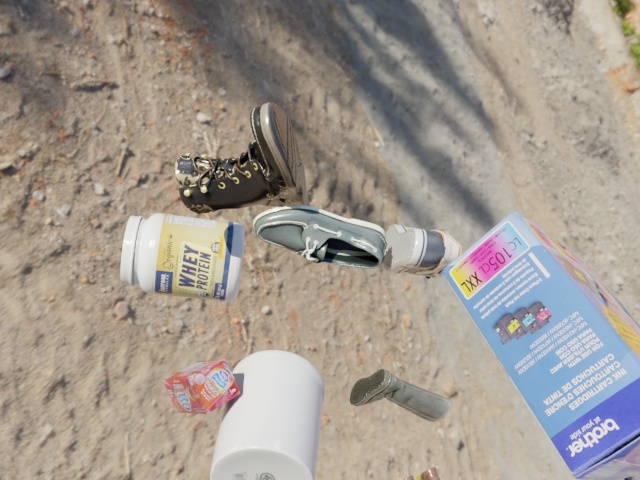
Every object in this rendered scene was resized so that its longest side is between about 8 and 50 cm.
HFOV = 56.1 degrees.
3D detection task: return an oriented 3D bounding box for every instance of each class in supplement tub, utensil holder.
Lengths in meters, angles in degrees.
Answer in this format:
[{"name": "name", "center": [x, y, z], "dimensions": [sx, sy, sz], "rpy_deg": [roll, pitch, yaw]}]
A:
[{"name": "supplement tub", "center": [-0.382, 0.045, 1.685], "dimensions": [0.316, 0.228, 0.228], "rpy_deg": [7, 60, -10]}, {"name": "utensil holder", "center": [-0.154, 0.593, 1.872], "dimensions": [0.328, 0.327, 0.385], "rpy_deg": [48, 22, -22]}]

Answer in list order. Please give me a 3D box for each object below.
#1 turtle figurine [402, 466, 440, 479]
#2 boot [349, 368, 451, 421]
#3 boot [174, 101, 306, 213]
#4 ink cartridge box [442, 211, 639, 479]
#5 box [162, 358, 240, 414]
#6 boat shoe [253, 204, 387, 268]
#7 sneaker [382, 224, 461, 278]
[{"name": "turtle figurine", "center": [0.249, 0.632, 1.333], "dimensions": [0.269, 0.087, 0.217], "rpy_deg": [-17, 58, -17]}, {"name": "boot", "center": [0.204, 0.415, 1.563], "dimensions": [0.208, 0.189, 0.076], "rpy_deg": [25, 53, -21]}, {"name": "boot", "center": [-0.188, -0.165, 1.356], "dimensions": [0.377, 0.284, 0.138], "rpy_deg": [67, 19, -71]}, {"name": "ink cartridge box", "center": [0.377, 0.175, 0.828], "dimensions": [0.270, 0.151, 0.396], "rpy_deg": [23, 32, -41]}, {"name": "box", "center": [-0.374, 0.455, 1.870], "dimensions": [0.128, 0.256, 0.123], "rpy_deg": [-25, 92, -36]}, {"name": "boat shoe", "center": [0.000, 0.000, 1.397], "dimensions": [0.319, 0.116, 0.099], "rpy_deg": [9, 45, -8]}, {"name": "sneaker", "center": [0.237, 0.029, 1.458], "dimensions": [0.127, 0.321, 0.126], "rpy_deg": [10, 91, -8]}]
